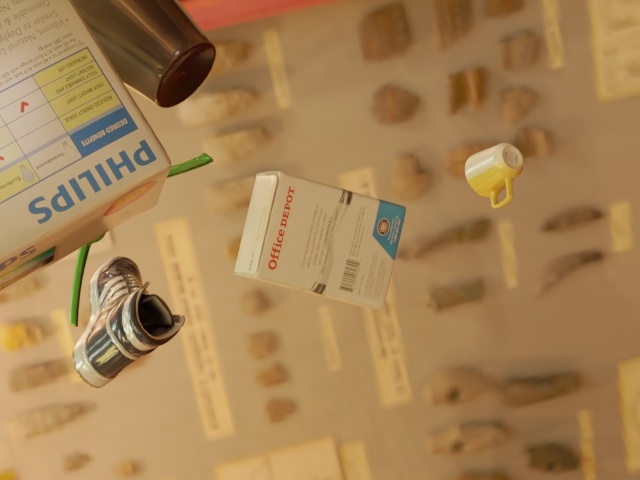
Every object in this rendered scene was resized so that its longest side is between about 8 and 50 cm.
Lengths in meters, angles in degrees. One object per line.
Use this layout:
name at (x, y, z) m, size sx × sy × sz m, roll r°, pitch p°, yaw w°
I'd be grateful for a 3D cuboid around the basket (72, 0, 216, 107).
basket at (-0.284, -0.321, 2.320) m, size 0.227 × 0.204 × 0.154 m, roll 43°, pitch 172°, yaw 19°

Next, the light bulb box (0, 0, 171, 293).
light bulb box at (-0.423, -0.129, 1.781) m, size 0.361 × 0.358 × 0.225 m, roll 58°, pitch 165°, yaw 5°

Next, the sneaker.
sneaker at (-0.279, 0.094, 2.283) m, size 0.099 × 0.153 × 0.282 m, roll 44°, pitch -153°, yaw -23°

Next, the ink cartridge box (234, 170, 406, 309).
ink cartridge box at (0.000, 0.000, 1.942) m, size 0.082 × 0.190 × 0.140 m, roll 5°, pitch 81°, yaw 66°

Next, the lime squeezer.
lime squeezer at (-0.292, -0.028, 2.141) m, size 0.110 × 0.310 × 0.059 m, roll 39°, pitch 171°, yaw -6°

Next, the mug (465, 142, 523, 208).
mug at (0.235, -0.090, 1.951) m, size 0.078 × 0.062 × 0.064 m, roll 57°, pitch 143°, yaw 1°
